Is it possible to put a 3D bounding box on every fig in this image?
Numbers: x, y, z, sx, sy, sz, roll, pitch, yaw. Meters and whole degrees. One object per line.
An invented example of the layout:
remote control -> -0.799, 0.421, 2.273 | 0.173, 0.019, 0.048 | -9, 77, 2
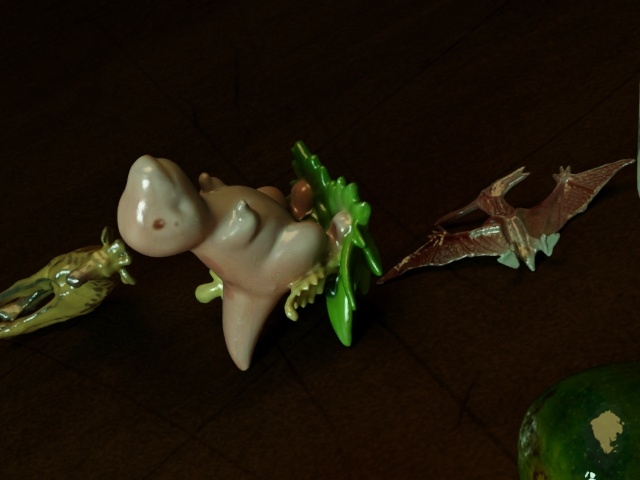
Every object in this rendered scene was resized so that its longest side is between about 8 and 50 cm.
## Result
fig -> 0.203, 0.115, 0.915 | 0.177, 0.117, 0.117 | -21, 31, -15

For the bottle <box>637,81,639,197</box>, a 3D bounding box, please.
bottle -> 0.292, -0.105, 1.158 | 0.110, 0.110, 0.233 | -11, 34, 20

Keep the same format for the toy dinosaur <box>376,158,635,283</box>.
toy dinosaur -> 0.142, -0.013, 1.197 | 0.220, 0.032, 0.108 | -24, 35, 4

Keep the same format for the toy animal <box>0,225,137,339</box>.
toy animal -> -0.200, 0.035, 1.245 | 0.149, 0.054, 0.275 | -25, 2, -43

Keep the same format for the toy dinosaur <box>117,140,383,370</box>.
toy dinosaur -> -0.054, 0.013, 1.150 | 0.177, 0.194, 0.152 | -21, 46, -23
